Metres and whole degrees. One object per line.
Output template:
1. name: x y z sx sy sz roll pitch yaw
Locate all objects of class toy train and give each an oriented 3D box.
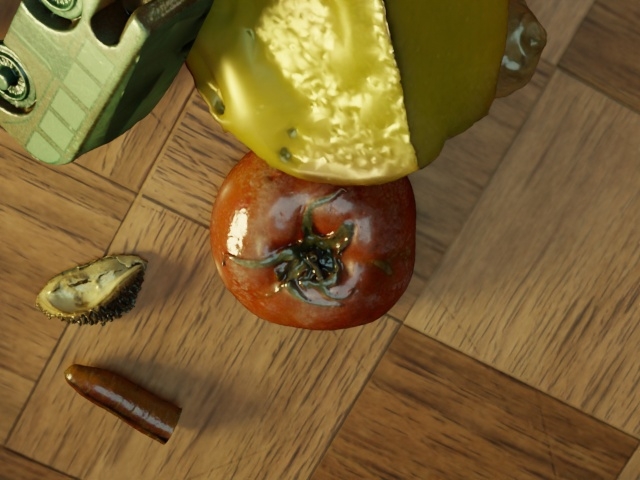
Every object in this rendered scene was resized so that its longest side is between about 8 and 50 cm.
1. toy train: -0.216 -0.191 1.404 0.159 0.129 0.326 47 142 2

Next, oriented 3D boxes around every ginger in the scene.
1. ginger: 0.159 -0.171 1.548 0.115 0.122 0.193 12 113 -32

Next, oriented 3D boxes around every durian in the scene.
1. durian: -0.244 0.060 1.615 0.130 0.052 0.066 -19 71 -4

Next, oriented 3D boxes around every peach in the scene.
1. peach: -0.001 -0.265 1.425 0.306 0.242 0.380 0 125 37

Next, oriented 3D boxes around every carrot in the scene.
1. carrot: -0.220 0.174 1.643 0.139 0.048 0.048 32 101 -14

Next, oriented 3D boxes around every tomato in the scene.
1. tomato: 0.000 0.000 1.589 0.237 0.095 0.237 -2 109 -6
